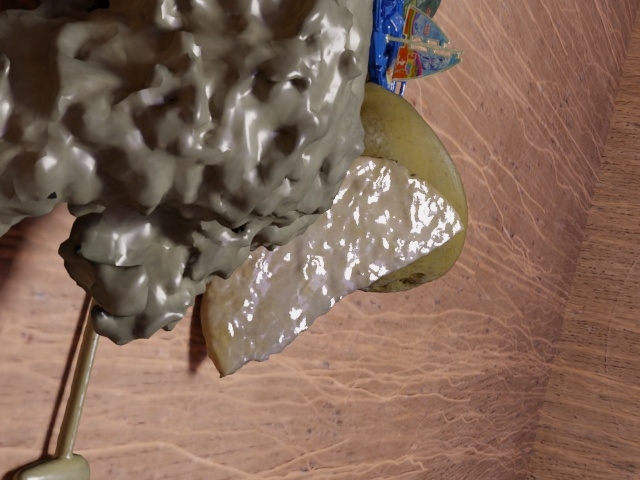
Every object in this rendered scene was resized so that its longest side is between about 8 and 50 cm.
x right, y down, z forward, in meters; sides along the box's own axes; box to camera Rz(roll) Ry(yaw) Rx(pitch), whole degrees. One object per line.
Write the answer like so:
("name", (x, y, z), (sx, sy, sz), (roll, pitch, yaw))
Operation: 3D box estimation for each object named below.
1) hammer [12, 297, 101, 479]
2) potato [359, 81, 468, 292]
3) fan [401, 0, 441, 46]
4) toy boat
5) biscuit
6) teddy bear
("hammer", (-0.161, 0.072, 0.774), (0.060, 0.028, 0.195), (24, 76, -62))
("potato", (0.056, -0.050, 1.092), (0.157, 0.157, 0.194), (12, 68, -69))
("fan", (0.096, -0.325, 1.209), (0.294, 0.012, 0.223), (70, 39, -55))
("toy boat", (0.082, -0.185, 1.116), (0.091, 0.110, 0.175), (-53, 151, -46))
("biscuit", (-0.004, -0.001, 0.971), (0.250, 0.032, 0.133), (-31, 105, -16))
("teddy bear", (-0.071, -0.099, 0.716), (0.367, 0.224, 0.357), (89, 19, -71))
